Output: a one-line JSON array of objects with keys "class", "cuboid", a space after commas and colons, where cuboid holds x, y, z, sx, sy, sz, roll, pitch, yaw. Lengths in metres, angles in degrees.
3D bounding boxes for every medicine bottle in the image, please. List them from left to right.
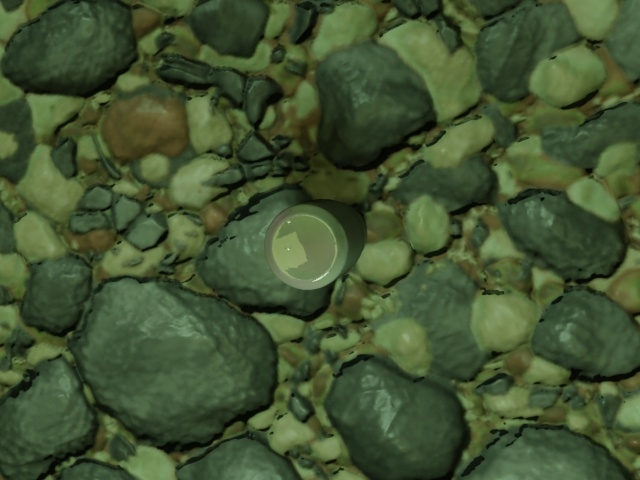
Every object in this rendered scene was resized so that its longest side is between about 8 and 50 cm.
[{"class": "medicine bottle", "cuboid": [0.000, 0.000, 0.596, 0.052, 0.089, 0.052, 1, 96, 13]}]
